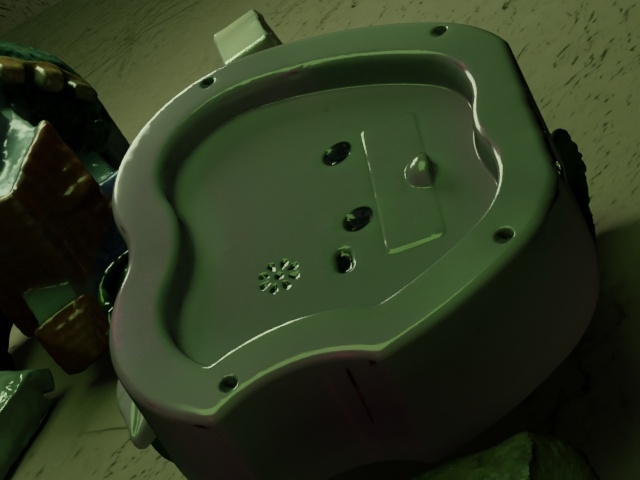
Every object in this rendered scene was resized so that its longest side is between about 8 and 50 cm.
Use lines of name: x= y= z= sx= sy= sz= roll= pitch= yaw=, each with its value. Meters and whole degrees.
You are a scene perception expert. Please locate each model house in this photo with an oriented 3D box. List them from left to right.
model house: x=-0.282 y=-0.028 z=1.368 sx=0.251 sy=0.295 sz=0.329 roll=-37 pitch=41 yaw=-9

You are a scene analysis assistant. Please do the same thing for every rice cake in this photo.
rice cake: x=-0.360 y=0.250 z=1.248 sx=0.066 sy=0.063 sz=0.336 roll=-10 pitch=34 yaw=33

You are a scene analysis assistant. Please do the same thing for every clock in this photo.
clock: x=0.000 y=0.000 z=0.815 sx=0.338 sy=0.102 sz=0.338 roll=-15 pitch=42 yaw=14

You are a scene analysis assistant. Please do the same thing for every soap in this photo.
soap: x=-0.032 y=-0.145 z=1.336 sx=0.064 sy=0.183 sz=0.121 roll=-35 pitch=24 yaw=6

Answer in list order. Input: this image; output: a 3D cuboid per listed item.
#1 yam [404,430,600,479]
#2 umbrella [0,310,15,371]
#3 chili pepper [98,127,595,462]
yam: x=0.062 y=0.184 z=0.719 sx=0.194 sy=0.107 sz=0.107 roll=-27 pitch=26 yaw=26
umbrella: x=-0.398 y=0.167 z=1.410 sx=0.090 sy=0.094 sz=0.326 roll=-3 pitch=34 yaw=9
chili pepper: x=0.028 y=0.047 z=0.955 sx=0.385 sy=0.167 sz=0.213 roll=-20 pitch=43 yaw=10
